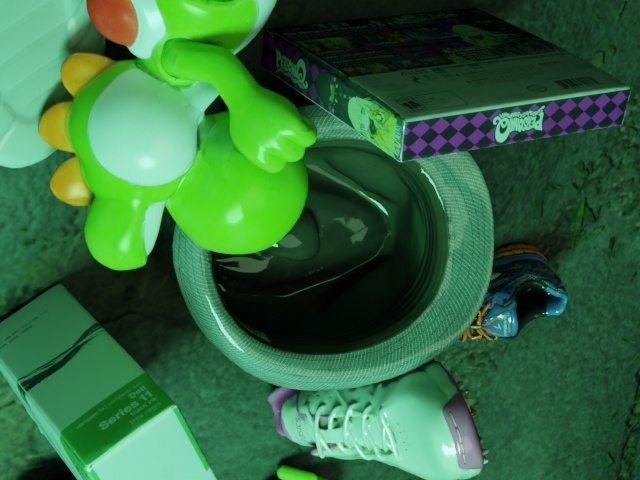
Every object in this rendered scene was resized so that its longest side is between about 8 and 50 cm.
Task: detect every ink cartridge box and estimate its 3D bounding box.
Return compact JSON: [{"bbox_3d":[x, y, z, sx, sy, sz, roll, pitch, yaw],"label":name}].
[{"bbox_3d":[-0.176,0.151,1.087,0.087,0.208,0.153,-36,133,-16],"label":"ink cartridge box"}]

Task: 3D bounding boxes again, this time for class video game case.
[{"bbox_3d":[0.102,-0.137,1.106,0.232,0.210,0.042,-12,123,-31],"label":"video game case"}]

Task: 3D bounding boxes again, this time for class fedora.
[{"bbox_3d":[0.000,0.000,1.151,0.275,0.124,0.244,-10,102,-17],"label":"fedora"}]

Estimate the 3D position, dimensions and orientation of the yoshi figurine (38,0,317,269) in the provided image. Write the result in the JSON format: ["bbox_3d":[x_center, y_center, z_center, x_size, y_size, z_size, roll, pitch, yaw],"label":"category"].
[{"bbox_3d":[-0.062,-0.137,0.963,0.203,0.203,0.362,-22,136,-58],"label":"yoshi figurine"}]

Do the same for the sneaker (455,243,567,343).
[{"bbox_3d":[0.162,0.069,1.362,0.221,0.087,0.083,-23,128,-23],"label":"sneaker"}]

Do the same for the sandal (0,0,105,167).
[{"bbox_3d":[-0.256,-0.213,0.877,0.169,0.102,0.416,-49,149,-20],"label":"sandal"}]

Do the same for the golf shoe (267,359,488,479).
[{"bbox_3d":[0.046,0.168,1.210,0.140,0.306,0.115,-18,98,-16],"label":"golf shoe"}]

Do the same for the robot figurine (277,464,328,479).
[{"bbox_3d":[-0.026,0.284,1.375,0.115,0.067,0.101,-12,119,-30],"label":"robot figurine"}]
